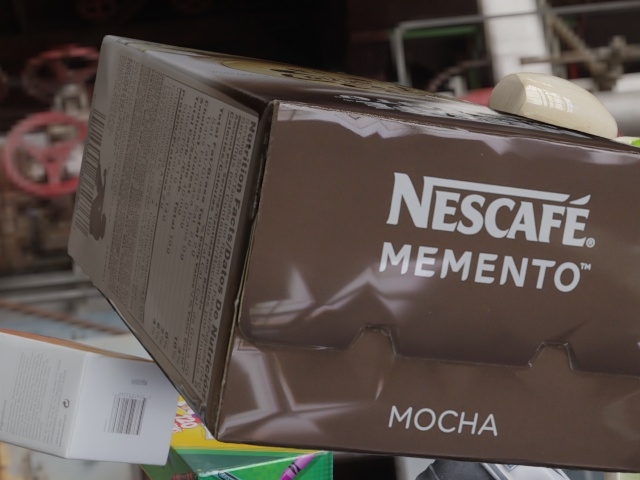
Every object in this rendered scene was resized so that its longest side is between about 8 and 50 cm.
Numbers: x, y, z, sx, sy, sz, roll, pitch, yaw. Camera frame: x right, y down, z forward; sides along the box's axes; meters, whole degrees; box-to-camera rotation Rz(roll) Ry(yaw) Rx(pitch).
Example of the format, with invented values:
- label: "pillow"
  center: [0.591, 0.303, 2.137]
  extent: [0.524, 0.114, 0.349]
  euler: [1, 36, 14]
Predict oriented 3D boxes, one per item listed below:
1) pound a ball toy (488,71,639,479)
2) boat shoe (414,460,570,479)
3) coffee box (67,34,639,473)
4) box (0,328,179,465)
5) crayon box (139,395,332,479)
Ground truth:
- label: "pound a ball toy"
  center: [0.205, 0.058, 0.835]
  extent: [0.208, 0.136, 0.319]
  euler: [-12, -104, 52]
- label: "boat shoe"
  center: [0.153, 0.219, 1.242]
  extent: [0.108, 0.102, 0.301]
  euler: [50, 3, 31]
- label: "coffee box"
  center: [0.007, -0.008, 0.675]
  extent: [0.297, 0.168, 0.118]
  euler: [-149, -112, -68]
- label: "box"
  center: [-0.228, 0.132, 1.393]
  extent: [0.130, 0.170, 0.091]
  euler: [15, 85, -55]
- label: "crayon box"
  center: [-0.115, 0.244, 1.896]
  extent: [0.278, 0.165, 0.081]
  euler: [-148, -125, -61]
